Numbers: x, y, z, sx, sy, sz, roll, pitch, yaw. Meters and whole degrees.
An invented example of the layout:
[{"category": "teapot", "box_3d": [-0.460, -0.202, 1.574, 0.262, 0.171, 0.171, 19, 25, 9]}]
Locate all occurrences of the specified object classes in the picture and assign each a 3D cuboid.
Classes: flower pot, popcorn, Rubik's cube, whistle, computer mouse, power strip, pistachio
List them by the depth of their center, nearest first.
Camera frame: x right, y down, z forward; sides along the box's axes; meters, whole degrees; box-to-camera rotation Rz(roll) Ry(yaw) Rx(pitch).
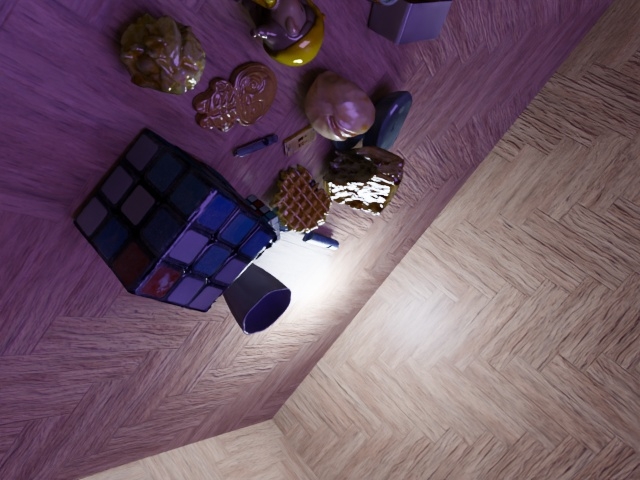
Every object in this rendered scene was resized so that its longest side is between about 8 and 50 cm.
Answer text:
[{"category": "popcorn", "box_3d": [-0.365, -0.432, 1.049, 0.188, 0.186, 0.167, -1, 110, -43]}, {"category": "Rubik's cube", "box_3d": [-0.405, -0.048, 1.299, 0.362, 0.363, 0.359, -49, 155, 5]}, {"category": "whistle", "box_3d": [-0.220, -0.324, 1.546, 0.176, 0.033, 0.033, -31, 148, -30]}, {"category": "pistachio", "box_3d": [0.068, -0.469, 1.589, 0.229, 0.230, 0.309, -57, 155, 18]}, {"category": "Rubik's cube", "box_3d": [-0.260, -0.052, 1.713, 0.151, 0.155, 0.154, -37, 151, -24]}, {"category": "power strip", "box_3d": [0.098, -0.442, 1.835, 0.137, 0.044, 0.216, -47, 153, 1]}, {"category": "computer mouse", "box_3d": [0.267, -0.492, 1.929, 0.188, 0.122, 0.371, -34, 156, -33]}, {"category": "flower pot", "box_3d": [-0.292, 0.225, 1.935, 0.265, 0.243, 0.265, -34, 152, -21]}, {"category": "whistle", "box_3d": [0.000, 0.000, 2.251, 0.062, 0.062, 0.304, -54, 151, 12]}]

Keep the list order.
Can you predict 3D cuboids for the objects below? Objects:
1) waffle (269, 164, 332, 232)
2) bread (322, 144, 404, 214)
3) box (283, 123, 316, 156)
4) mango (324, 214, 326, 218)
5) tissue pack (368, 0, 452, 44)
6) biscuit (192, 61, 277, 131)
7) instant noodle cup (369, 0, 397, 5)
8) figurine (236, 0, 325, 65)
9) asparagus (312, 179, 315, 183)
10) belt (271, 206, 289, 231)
[{"category": "waffle", "box_3d": [-0.068, -0.164, 1.821, 0.310, 0.065, 0.283, -10, 107, -41]}, {"category": "bread", "box_3d": [0.182, -0.281, 1.880, 0.370, 0.314, 0.191, 94, 17, -67]}, {"category": "box", "box_3d": [-0.077, -0.378, 1.695, 0.149, 0.020, 0.073, -36, 151, -22]}, {"category": "mango", "box_3d": [-0.022, -0.111, 2.062, 0.103, 0.076, 0.161, -55, 155, 4]}, {"category": "tissue pack", "box_3d": [0.309, -0.787, 1.564, 0.246, 0.159, 0.136, -26, 147, -36]}, {"category": "biscuit", "box_3d": [-0.249, -0.428, 1.366, 0.289, 0.044, 0.202, -31, 149, -32]}, {"category": "instant noodle cup", "box_3d": [0.158, -0.801, 1.314, 0.216, 0.172, 0.215, -36, 151, -23]}, {"category": "figurine", "box_3d": [-0.119, -0.604, 1.153, 0.187, 0.215, 0.344, -22, 151, 20]}, {"category": "asparagus", "box_3d": [-0.082, -0.223, 1.877, 0.165, 0.030, 0.036, -21, 167, -43]}, {"category": "belt", "box_3d": [-0.130, -0.114, 1.893, 0.163, 0.082, 0.147, -4, 118, -46]}]
